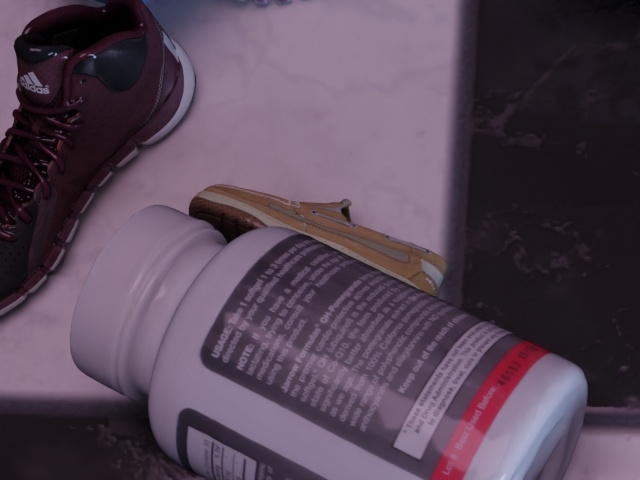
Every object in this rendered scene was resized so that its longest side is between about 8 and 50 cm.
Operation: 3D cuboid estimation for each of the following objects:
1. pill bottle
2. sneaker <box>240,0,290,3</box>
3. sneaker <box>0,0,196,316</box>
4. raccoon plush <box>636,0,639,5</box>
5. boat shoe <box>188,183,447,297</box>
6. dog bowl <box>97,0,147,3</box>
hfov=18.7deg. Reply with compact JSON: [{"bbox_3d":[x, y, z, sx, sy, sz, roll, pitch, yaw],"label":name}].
[{"bbox_3d":[-0.001,0.097,1.280,0.319,0.176,0.176,26,73,20],"label":"pill bottle"},{"bbox_3d":[0.004,-0.255,1.491,0.236,0.095,0.104,-9,58,1],"label":"sneaker"},{"bbox_3d":[-0.215,-0.075,1.404,0.106,0.162,0.281,33,75,22],"label":"sneaker"},{"bbox_3d":[0.348,-0.328,1.339,0.299,0.216,0.446,9,73,32],"label":"raccoon plush"},{"bbox_3d":[0.000,0.000,1.393,0.190,0.068,0.072,26,61,10],"label":"boat shoe"},{"bbox_3d":[-0.134,-0.300,1.486,0.166,0.074,0.297,-33,38,43],"label":"dog bowl"}]
